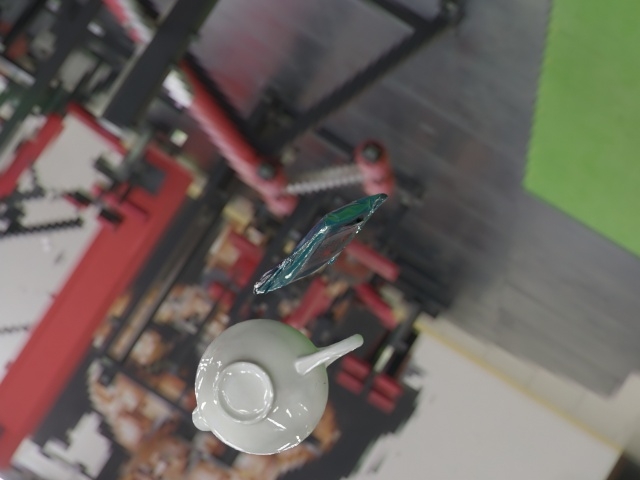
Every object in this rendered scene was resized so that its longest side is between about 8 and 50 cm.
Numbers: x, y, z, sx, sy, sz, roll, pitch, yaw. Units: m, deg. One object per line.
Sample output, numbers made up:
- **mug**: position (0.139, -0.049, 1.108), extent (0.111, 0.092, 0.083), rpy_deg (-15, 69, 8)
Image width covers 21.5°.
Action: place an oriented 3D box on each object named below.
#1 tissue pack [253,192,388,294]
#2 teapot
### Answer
- **tissue pack**: position (0.000, 0.000, 1.358), extent (0.028, 0.085, 0.138), rpy_deg (45, -156, 7)
- **teapot**: position (-0.056, 0.153, 1.800), extent (0.145, 0.226, 0.092), rpy_deg (66, -162, 2)
